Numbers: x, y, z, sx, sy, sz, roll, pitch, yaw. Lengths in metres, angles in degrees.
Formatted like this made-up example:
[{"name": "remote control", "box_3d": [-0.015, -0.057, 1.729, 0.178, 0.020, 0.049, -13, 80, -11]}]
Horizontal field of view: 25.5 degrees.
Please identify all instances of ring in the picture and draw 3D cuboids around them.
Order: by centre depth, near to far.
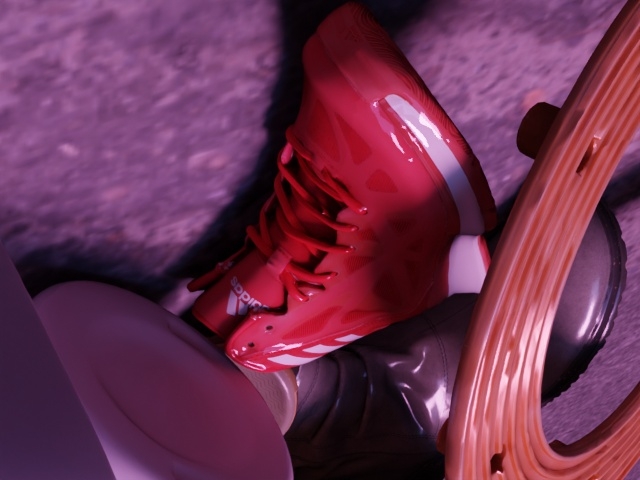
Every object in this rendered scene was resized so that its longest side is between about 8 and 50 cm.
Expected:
[{"name": "ring", "box_3d": [0.149, -0.006, 0.647, 0.336, 0.032, 0.336, -39, 144, -36]}]

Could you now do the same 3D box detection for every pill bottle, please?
[{"name": "pill bottle", "box_3d": [-0.137, 0.146, 0.611, 0.245, 0.136, 0.136, -48, 148, 19]}]

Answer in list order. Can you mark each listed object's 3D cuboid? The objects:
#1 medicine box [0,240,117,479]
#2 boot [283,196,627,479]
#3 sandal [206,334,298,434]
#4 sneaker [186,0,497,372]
[{"name": "medicine box", "box_3d": [-0.260, 0.114, 0.446, 0.263, 0.149, 0.289, 5, 135, -49]}, {"name": "boot", "box_3d": [0.037, 0.065, 0.737, 0.161, 0.083, 0.246, 7, 133, -41]}, {"name": "sandal", "box_3d": [-0.082, 0.112, 0.688, 0.180, 0.049, 0.072, -34, 120, 19]}, {"name": "sneaker", "box_3d": [0.000, 0.000, 0.585, 0.128, 0.087, 0.221, -32, 151, -2]}]
